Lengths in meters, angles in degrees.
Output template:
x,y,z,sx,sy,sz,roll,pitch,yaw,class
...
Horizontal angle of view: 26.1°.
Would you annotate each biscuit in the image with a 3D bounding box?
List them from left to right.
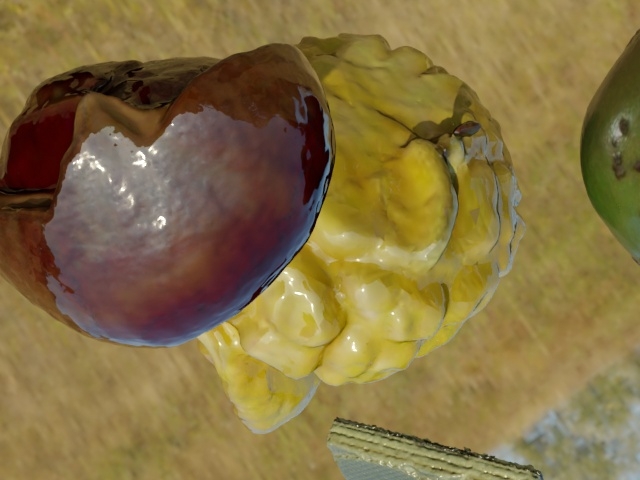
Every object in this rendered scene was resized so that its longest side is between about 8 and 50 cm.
x,y,z,sx,sy,sz,roll,pitch,yaw,class
0.108,0.221,1.243,0.041,0.199,0.121,-66,152,-26,biscuit

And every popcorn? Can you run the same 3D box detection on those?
x,y,z,sx,sy,sz,roll,pitch,yaw,class
0.000,0.000,1.230,0.349,0.349,0.382,-32,157,-42,popcorn

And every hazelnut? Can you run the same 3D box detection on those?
x,y,z,sx,sy,sz,roll,pitch,yaw,class
-0.085,-0.034,0.743,0.201,0.160,0.170,-42,-165,8,hazelnut

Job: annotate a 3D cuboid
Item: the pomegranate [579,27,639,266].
x,y,z,sx,sy,sz,roll,pitch,yaw,class
0.308,-0.067,0.964,0.290,0.291,0.323,-34,-159,-10,pomegranate
